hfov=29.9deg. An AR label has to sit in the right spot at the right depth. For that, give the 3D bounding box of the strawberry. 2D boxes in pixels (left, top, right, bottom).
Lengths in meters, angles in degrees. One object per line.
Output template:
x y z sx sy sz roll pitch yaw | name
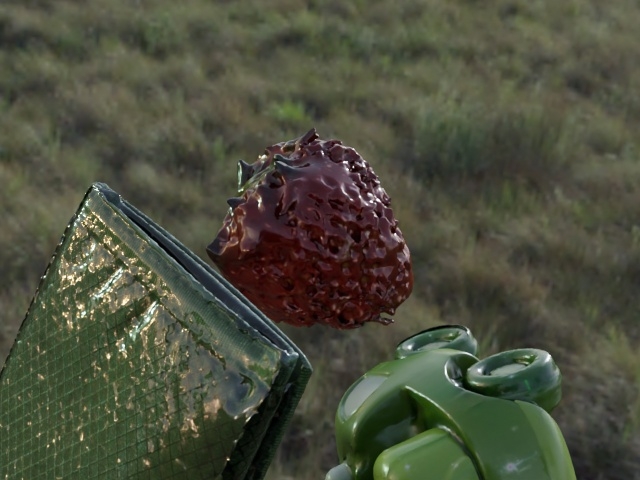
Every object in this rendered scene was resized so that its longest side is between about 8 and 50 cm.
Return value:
0.000 0.000 1.098 0.202 0.184 0.187 32 -19 -8 | strawberry

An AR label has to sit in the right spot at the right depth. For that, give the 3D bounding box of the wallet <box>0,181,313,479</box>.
-0.104 0.109 0.563 0.160 0.236 0.055 37 17 33 | wallet

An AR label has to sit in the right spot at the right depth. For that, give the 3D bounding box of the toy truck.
0.067 0.155 0.756 0.211 0.148 0.187 -24 13 -38 | toy truck
